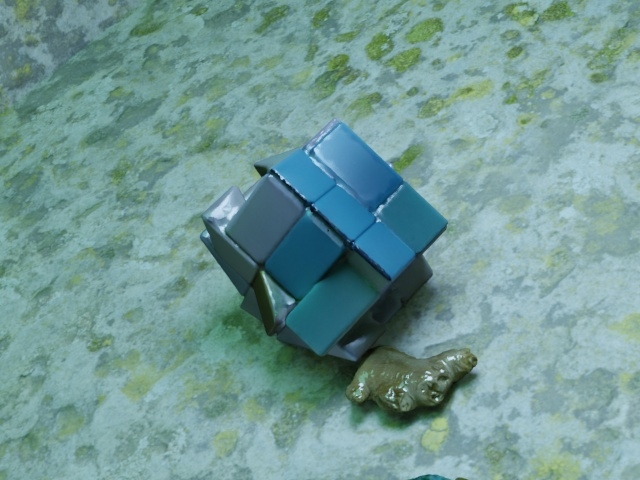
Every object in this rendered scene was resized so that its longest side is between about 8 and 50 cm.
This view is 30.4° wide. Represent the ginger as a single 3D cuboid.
[{"bbox_3d":[0.149,0.231,1.942,0.213,0.074,0.137,0,46,18],"label":"ginger"}]

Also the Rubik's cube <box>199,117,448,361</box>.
[{"bbox_3d":[0.000,0.000,2.051,0.387,0.368,0.358,45,67,6],"label":"Rubik's cube"}]

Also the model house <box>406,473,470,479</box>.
[{"bbox_3d":[0.187,0.401,1.547,0.261,0.241,0.226,21,64,16],"label":"model house"}]
